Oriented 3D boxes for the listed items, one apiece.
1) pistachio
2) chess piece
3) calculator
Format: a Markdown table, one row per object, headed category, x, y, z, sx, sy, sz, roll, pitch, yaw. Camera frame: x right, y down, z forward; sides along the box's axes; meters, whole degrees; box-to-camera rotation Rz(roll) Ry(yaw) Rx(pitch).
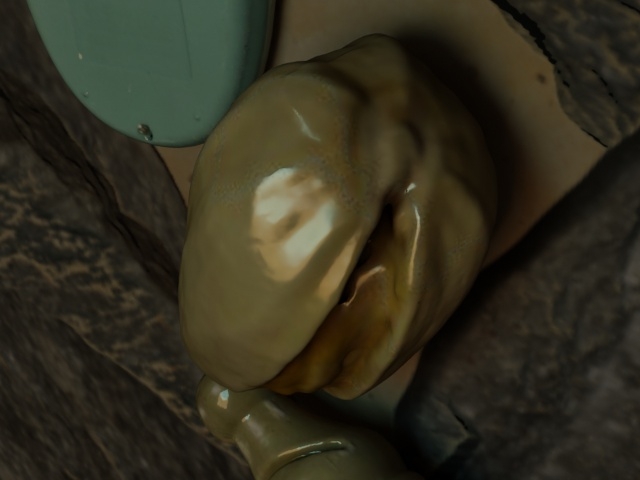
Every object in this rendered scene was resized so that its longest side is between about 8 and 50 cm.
| category | x | y | z | sx | sy | sz | roll | pitch | yaw |
| --- | --- | --- | --- | --- | --- | --- | --- | --- | --- |
| pistachio | 0.000 | 0.000 | 0.787 | 0.157 | 0.157 | 0.229 | 39 | 138 | 14 |
| chess piece | 0.044 | 0.184 | 0.880 | 0.307 | 0.139 | 0.124 | 44 | 115 | 17 |
| calculator | -0.105 | -0.188 | 0.827 | 0.184 | 0.042 | 0.295 | 14 | 123 | 32 |
